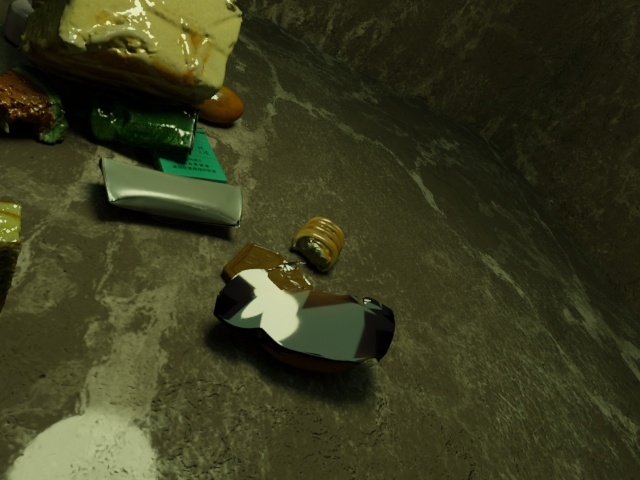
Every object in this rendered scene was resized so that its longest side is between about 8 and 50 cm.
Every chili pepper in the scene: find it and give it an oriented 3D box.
[{"bbox_3d":[-0.429,-0.276,1.106,0.271,0.099,0.136,8,71,-15],"label":"chili pepper"}]

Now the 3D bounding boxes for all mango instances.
[{"bbox_3d":[-0.349,-0.424,1.406,0.254,0.113,0.138,16,35,-23],"label":"mango"}]

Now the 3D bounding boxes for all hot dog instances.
[{"bbox_3d":[-0.033,0.155,0.902,0.326,0.107,0.194,26,49,-4],"label":"hot dog"}]

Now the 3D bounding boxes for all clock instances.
[{"bbox_3d":[-0.668,-0.582,1.337,0.322,0.113,0.295,22,33,-21],"label":"clock"}]

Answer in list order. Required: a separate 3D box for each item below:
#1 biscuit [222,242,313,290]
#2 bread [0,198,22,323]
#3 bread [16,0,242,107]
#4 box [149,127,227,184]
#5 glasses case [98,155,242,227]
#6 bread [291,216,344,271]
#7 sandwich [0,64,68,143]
[{"bbox_3d":[-0.092,0.091,1.011,0.215,0.034,0.182,34,32,0],"label":"biscuit"},{"bbox_3d":[-0.513,0.026,0.577,0.234,0.184,0.110,5,38,-41],"label":"bread"},{"bbox_3d":[-0.431,-0.478,1.085,0.371,0.279,0.390,9,-1,41],"label":"bread"},{"bbox_3d":[-0.347,-0.219,1.193,0.161,0.042,0.226,3,44,-38],"label":"box"},{"bbox_3d":[-0.314,-0.087,1.012,0.308,0.083,0.128,10,44,-33],"label":"glasses case"},{"bbox_3d":[0.000,0.000,1.177,0.119,0.084,0.177,34,27,-1],"label":"bread"},{"bbox_3d":[-0.627,-0.286,0.981,0.185,0.109,0.160,42,33,24],"label":"sandwich"}]
